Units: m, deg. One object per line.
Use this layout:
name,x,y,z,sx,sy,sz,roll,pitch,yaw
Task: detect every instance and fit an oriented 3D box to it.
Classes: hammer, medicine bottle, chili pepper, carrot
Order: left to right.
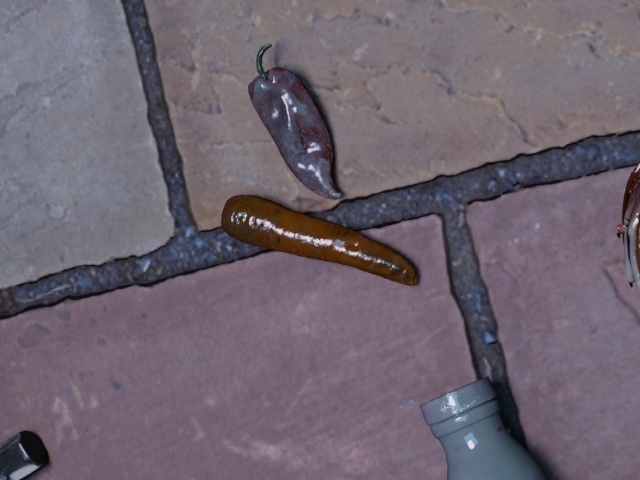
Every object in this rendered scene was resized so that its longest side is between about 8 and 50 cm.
hammer,-0.237,0.362,1.772,0.111,0.043,0.365,-33,84,16
chili pepper,-0.023,-0.105,1.675,0.050,0.041,0.153,-24,101,38
carrot,0.000,0.000,1.673,0.191,0.047,0.047,16,97,11
medicine bottle,0.159,0.230,1.602,0.090,0.090,0.216,-25,84,18

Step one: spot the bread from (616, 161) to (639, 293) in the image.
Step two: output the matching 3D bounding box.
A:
bread,0.351,-0.003,1.510,0.212,0.142,0.224,41,104,-2
